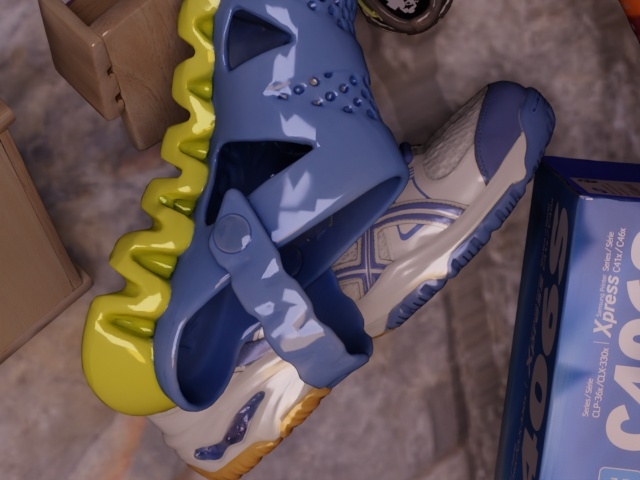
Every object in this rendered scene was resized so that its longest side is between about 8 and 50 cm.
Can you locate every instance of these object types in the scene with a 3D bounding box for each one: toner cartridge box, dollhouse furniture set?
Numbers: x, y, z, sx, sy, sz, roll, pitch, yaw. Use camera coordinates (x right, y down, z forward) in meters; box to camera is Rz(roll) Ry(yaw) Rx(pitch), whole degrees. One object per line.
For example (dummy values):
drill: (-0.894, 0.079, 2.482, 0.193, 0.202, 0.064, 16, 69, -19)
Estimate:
toner cartridge box: (0.146, 0.134, 0.996, 0.075, 0.165, 0.348, 6, 99, -1)
dollhouse furniture set: (-0.259, -0.100, 1.002, 0.286, 0.198, 0.303, -41, 66, -15)

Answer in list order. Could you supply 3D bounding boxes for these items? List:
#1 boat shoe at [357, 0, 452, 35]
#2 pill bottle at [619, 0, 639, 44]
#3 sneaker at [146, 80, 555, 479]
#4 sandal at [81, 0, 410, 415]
boat shoe: (0.020, -0.224, 0.978, 0.081, 0.068, 0.227, -22, 100, 3)
pill bottle: (0.326, -0.042, 0.935, 0.224, 0.224, 0.392, -28, 99, 4)
sneaker: (0.000, 0.000, 0.999, 0.296, 0.112, 0.131, -44, 92, 3)
sandal: (-0.012, -0.049, 0.908, 0.138, 0.126, 0.317, 15, 92, 24)
